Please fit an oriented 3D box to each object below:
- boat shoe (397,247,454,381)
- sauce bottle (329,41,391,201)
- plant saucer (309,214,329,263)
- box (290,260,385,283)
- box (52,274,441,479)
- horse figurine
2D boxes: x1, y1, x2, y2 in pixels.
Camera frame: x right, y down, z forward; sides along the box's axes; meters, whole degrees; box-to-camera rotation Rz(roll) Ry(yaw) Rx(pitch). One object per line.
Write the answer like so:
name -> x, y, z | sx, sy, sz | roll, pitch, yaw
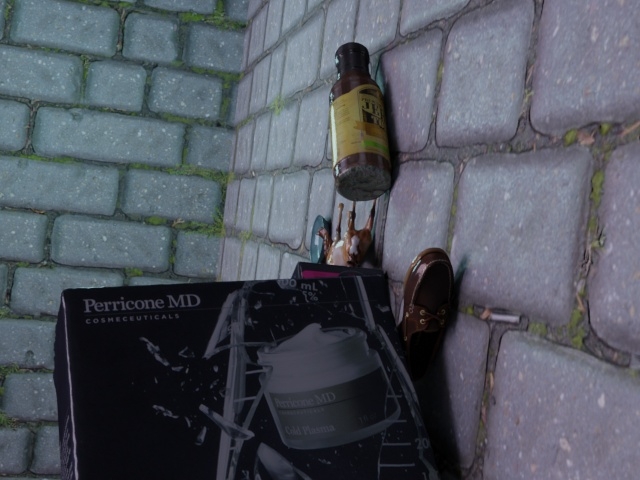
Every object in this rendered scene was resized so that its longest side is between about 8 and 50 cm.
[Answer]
boat shoe -> 0.155, 0.111, 1.274 | 0.073, 0.073, 0.207 | -107, 20, -55
sauce bottle -> 0.069, -0.239, 1.684 | 0.111, 0.111, 0.344 | 116, 156, -53
plant saucer -> 0.000, 0.000, 2.037 | 0.119, 0.021, 0.119 | -174, 90, -76
box -> 0.008, 0.173, 1.624 | 0.270, 0.165, 0.143 | 115, 156, -51
box -> -0.112, 0.325, 1.237 | 0.297, 0.480, 0.471 | 115, 147, -51
horse figurine -> 0.054, -0.001, 1.737 | 0.263, 0.066, 0.174 | 142, 139, -68
